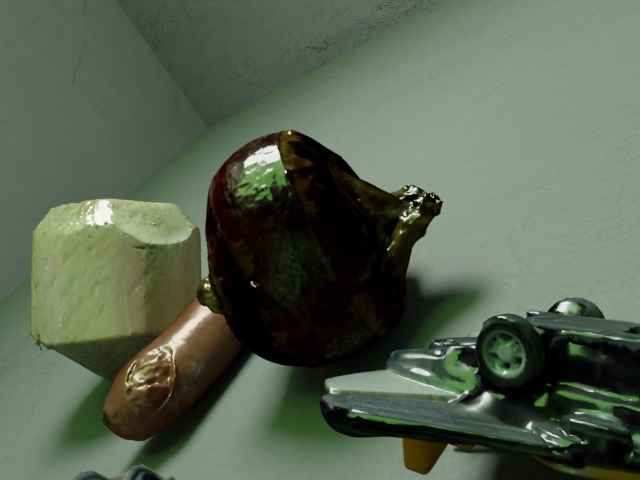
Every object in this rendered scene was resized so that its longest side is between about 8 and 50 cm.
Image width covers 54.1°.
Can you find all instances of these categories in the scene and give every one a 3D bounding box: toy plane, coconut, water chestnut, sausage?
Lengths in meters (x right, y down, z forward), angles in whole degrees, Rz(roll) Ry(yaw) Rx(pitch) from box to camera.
[{"bbox_3d":[0.168,0.081,0.308,0.204,0.103,0.316,-6,-1,-44],"label":"toy plane"},{"bbox_3d":[-0.279,0.072,0.872,0.239,0.244,0.239,-5,-6,0],"label":"coconut"},{"bbox_3d":[0.000,0.000,0.607,0.238,0.224,0.224,-32,20,17],"label":"water chestnut"},{"bbox_3d":[-0.103,0.073,0.777,0.094,0.094,0.419,-9,32,44],"label":"sausage"}]

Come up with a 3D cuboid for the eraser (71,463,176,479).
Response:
[{"bbox_3d":[-0.263,0.285,0.487,0.290,0.087,0.171,-33,-23,5],"label":"eraser"}]
